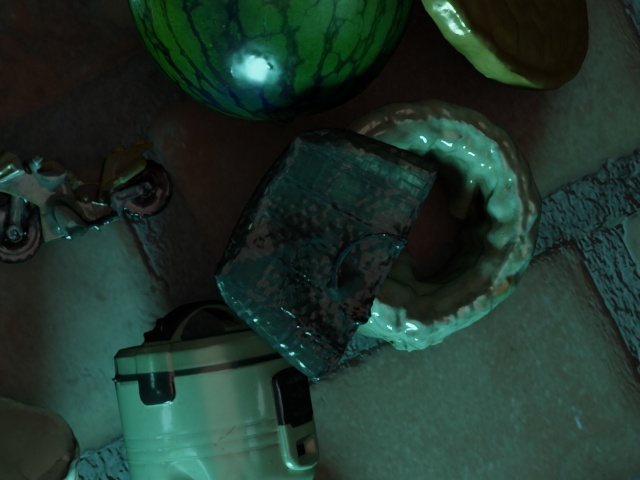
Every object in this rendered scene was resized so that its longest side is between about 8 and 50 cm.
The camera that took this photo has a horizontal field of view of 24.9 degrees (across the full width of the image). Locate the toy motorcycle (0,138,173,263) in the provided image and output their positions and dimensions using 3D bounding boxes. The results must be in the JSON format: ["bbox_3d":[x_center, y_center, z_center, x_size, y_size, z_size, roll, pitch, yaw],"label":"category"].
[{"bbox_3d":[-0.289,-0.063,1.679,0.229,0.094,0.130,-20,90,-16],"label":"toy motorcycle"}]

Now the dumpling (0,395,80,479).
[{"bbox_3d":[-0.416,0.345,1.610,0.260,0.181,0.341,22,114,11],"label":"dumpling"}]

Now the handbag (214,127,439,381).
[{"bbox_3d":[0.000,0.000,1.553,0.175,0.088,0.270,30,90,0],"label":"handbag"}]

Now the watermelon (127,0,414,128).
[{"bbox_3d":[-0.054,-0.305,1.611,0.363,0.363,0.363,0,88,-11],"label":"watermelon"}]

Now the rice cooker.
[{"bbox_3d":[-0.116,0.189,1.640,0.226,0.226,0.244,-11,86,-11],"label":"rice cooker"}]

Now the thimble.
[{"bbox_3d":[0.106,-0.013,1.699,0.291,0.195,0.291,1,86,-8],"label":"thimble"}]

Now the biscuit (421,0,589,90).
[{"bbox_3d":[0.212,-0.352,1.678,0.062,0.385,0.365,-14,82,33],"label":"biscuit"}]
